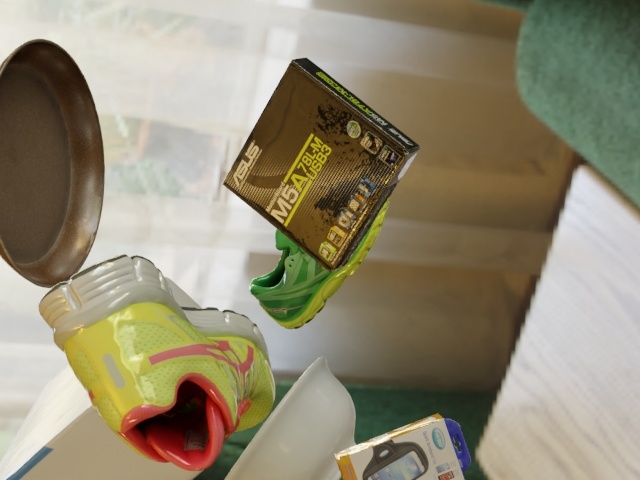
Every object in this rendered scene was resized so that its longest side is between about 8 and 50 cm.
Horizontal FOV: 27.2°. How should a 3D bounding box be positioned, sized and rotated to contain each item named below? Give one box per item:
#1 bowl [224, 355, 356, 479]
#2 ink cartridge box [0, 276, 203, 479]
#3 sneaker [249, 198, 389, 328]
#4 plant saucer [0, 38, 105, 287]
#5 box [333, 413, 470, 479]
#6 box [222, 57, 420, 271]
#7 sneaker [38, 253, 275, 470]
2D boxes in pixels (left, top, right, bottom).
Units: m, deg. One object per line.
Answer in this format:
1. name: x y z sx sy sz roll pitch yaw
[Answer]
1. bowl: -0.033 0.330 1.986 0.298 0.134 0.298 -52 -6 -8
2. ink cartridge box: -0.285 0.253 1.846 0.285 0.166 0.395 -41 12 14
3. sneaker: 0.000 0.000 1.921 0.295 0.123 0.109 -53 12 18
4. plant saucer: -0.358 -0.096 1.658 0.310 0.050 0.310 0 -90 -74
5. box: 0.091 0.238 1.387 0.028 0.136 0.081 -134 23 -79
6. box: -0.002 -0.090 1.583 0.184 0.045 0.190 39 118 13
7. sneaker: -0.074 0.084 0.703 0.081 0.208 0.094 -33 64 10
